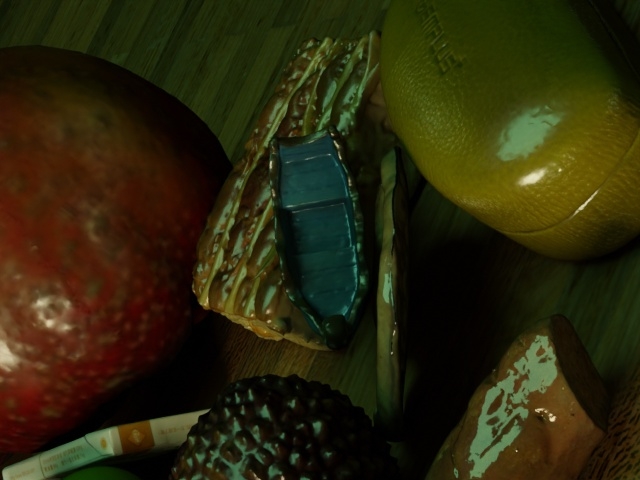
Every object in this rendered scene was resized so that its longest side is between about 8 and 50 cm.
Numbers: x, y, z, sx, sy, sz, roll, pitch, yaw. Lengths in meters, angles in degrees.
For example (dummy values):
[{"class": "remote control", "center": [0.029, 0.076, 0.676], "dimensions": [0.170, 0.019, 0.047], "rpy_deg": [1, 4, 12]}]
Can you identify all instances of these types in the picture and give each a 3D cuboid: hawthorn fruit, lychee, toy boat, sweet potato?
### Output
[{"class": "hawthorn fruit", "center": [-0.295, -0.008, 1.661], "dimensions": [0.403, 0.403, 0.403], "rpy_deg": [-42, 31, 33]}, {"class": "lychee", "center": [-0.020, 0.193, 1.228], "dimensions": [0.188, 0.188, 0.188], "rpy_deg": [-42, 31, 33]}, {"class": "toy boat", "center": [0.000, 0.000, 1.371], "dimensions": [0.077, 0.075, 0.185], "rpy_deg": [61, -159, -76]}, {"class": "sweet potato", "center": [0.112, 0.167, 1.111], "dimensions": [0.252, 0.097, 0.097], "rpy_deg": [-61, 25, 7]}]

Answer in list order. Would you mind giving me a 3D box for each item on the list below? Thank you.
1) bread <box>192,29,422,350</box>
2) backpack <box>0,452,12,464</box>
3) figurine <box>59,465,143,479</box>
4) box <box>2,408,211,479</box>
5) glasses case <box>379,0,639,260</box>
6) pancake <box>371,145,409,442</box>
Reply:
[{"class": "bread", "center": [-0.004, -0.045, 1.518], "dimensions": [0.185, 0.114, 0.275], "rpy_deg": [8, 72, 63]}, {"class": "backpack", "center": [-0.415, 0.200, 1.967], "dimensions": [0.229, 0.139, 0.229], "rpy_deg": [-43, 26, 27]}, {"class": "figurine", "center": [-0.208, 0.274, 1.527], "dimensions": [0.162, 0.143, 0.263], "rpy_deg": [-39, 12, -6]}, {"class": "box", "center": [-0.200, 0.199, 1.613], "dimensions": [0.220, 0.122, 0.032], "rpy_deg": [-24, 76, 51]}, {"class": "glasses case", "center": [0.141, -0.124, 1.303], "dimensions": [0.173, 0.141, 0.371], "rpy_deg": [-50, 27, 21]}, {"class": "pancake", "center": [0.055, 0.038, 1.297], "dimensions": [0.235, 0.029, 0.212], "rpy_deg": [-88, -2, -55]}]
